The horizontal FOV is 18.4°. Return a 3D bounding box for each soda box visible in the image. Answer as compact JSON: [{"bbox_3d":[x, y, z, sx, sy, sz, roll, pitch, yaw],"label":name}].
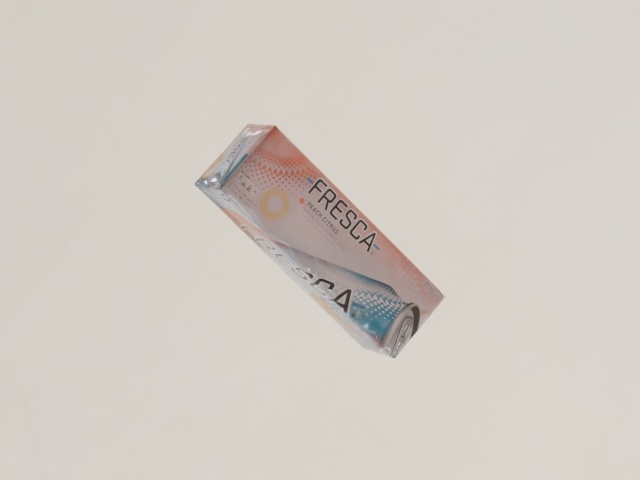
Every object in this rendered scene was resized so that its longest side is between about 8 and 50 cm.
[{"bbox_3d":[0.000,0.000,1.385,0.063,0.183,0.058,-50,-161,-11],"label":"soda box"}]
